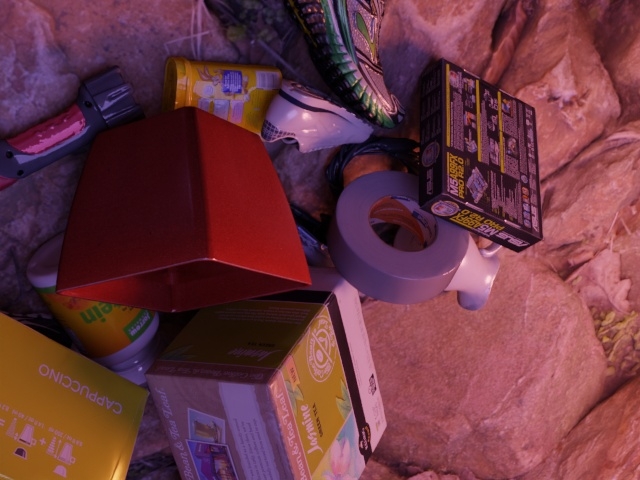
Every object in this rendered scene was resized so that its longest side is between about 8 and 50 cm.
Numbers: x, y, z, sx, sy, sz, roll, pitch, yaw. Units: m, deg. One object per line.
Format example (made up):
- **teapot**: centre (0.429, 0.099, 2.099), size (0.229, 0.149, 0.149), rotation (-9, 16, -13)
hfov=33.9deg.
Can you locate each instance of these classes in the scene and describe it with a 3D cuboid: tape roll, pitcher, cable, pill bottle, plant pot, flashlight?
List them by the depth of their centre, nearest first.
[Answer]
- **plant pot**: centre (-0.196, -0.043, 1.512), size (0.267, 0.267, 0.236), rotation (19, 63, -58)
- **flashlight**: centre (-0.410, -0.153, 1.514), size (0.304, 0.103, 0.103), rotation (-31, 84, -10)
- **pill bottle**: centre (-0.335, 0.107, 1.630), size (0.136, 0.136, 0.246), rotation (-32, 120, -7)
- **tape roll**: centre (0.122, -0.007, 1.671), size (0.219, 0.219, 0.072), rotation (-5, 144, -20)
- **cable**: centre (0.090, -0.103, 1.771), size (0.184, 0.047, 0.151), rotation (-3, 118, -22)
- **pitcher**: centre (0.236, 0.011, 1.838), size (0.207, 0.125, 0.178), rotation (29, 88, -40)

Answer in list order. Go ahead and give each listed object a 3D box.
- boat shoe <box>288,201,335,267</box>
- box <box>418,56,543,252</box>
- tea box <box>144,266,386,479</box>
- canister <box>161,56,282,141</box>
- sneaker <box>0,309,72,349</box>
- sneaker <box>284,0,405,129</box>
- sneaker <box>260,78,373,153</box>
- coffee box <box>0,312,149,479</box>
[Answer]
- **boat shoe**: centre (0.000, 0.000, 1.735), size (0.258, 0.109, 0.089), rotation (23, 112, -31)
- **box**: centre (0.260, -0.139, 1.710), size (0.216, 0.270, 0.060), rotation (21, 145, -28)
- **tea box**: centre (-0.070, 0.256, 1.667), size (0.323, 0.220, 0.329), rotation (-52, 136, -50)
- **canister**: centre (-0.150, -0.211, 1.606), size (0.170, 0.073, 0.126), rotation (0, 112, -23)
- **sneaker**: centre (-0.488, 0.153, 1.606), size (0.234, 0.106, 0.078), rotation (4, 109, -24)
- **sneaker**: centre (0.055, -0.320, 1.607), size (0.146, 0.134, 0.343), rotation (-33, 120, -7)
- **sneaker**: centre (-0.006, -0.181, 1.642), size (0.235, 0.090, 0.095), rotation (12, 109, -53)
- **coffee box**: centre (-0.498, 0.319, 1.464), size (0.337, 0.338, 0.334), rotation (35, 141, -31)
